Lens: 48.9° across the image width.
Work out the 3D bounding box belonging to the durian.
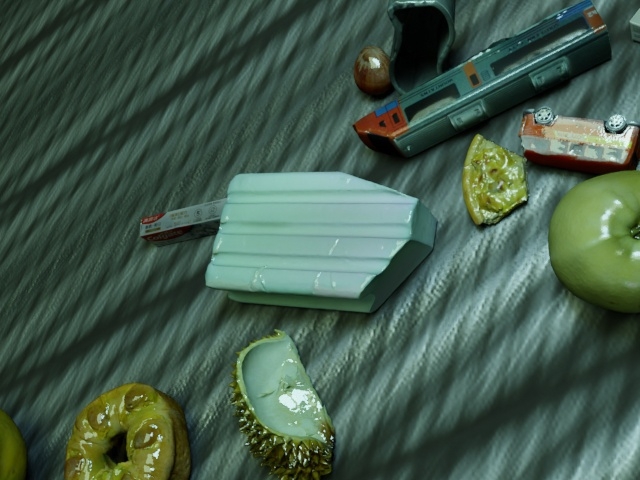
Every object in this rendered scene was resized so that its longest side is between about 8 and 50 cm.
[{"bbox_3d":[-0.066,0.252,1.066,0.139,0.144,0.252,-26,51,-10],"label":"durian"}]

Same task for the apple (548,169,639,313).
[{"bbox_3d":[0.384,0.001,0.891,0.200,0.200,0.200,-11,64,23],"label":"apple"}]

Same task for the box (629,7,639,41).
[{"bbox_3d":[0.549,-0.334,1.025,0.130,0.051,0.129,37,89,34],"label":"box"}]

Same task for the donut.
[{"bbox_3d":[-0.312,0.345,1.143,0.226,0.114,0.226,-11,65,24],"label":"donut"}]

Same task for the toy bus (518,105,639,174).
[{"bbox_3d":[0.373,-0.142,1.022,0.174,0.079,0.077,13,85,32],"label":"toy bus"}]

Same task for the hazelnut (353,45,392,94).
[{"bbox_3d":[0.094,-0.298,1.233,0.086,0.086,0.086,-11,64,23],"label":"hazelnut"}]

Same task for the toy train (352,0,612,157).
[{"bbox_3d":[0.250,-0.236,1.119,0.409,0.086,0.089,-26,61,15],"label":"toy train"}]

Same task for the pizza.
[{"bbox_3d":[0.266,-0.097,1.080,0.099,0.036,0.160,-6,66,25],"label":"pizza"}]

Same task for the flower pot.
[{"bbox_3d":[0.165,-0.336,1.129,0.103,0.229,0.108,5,66,9],"label":"flower pot"}]

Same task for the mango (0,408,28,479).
[{"bbox_3d":[-0.720,0.446,1.254,0.445,0.220,0.301,-25,61,20],"label":"mango"}]

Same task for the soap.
[{"bbox_3d":[0.000,0.000,1.130,0.347,0.115,0.208,1,70,28],"label":"soap"}]

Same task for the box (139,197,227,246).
[{"bbox_3d":[-0.233,-0.034,1.306,0.218,0.055,0.039,-11,62,23],"label":"box"}]
